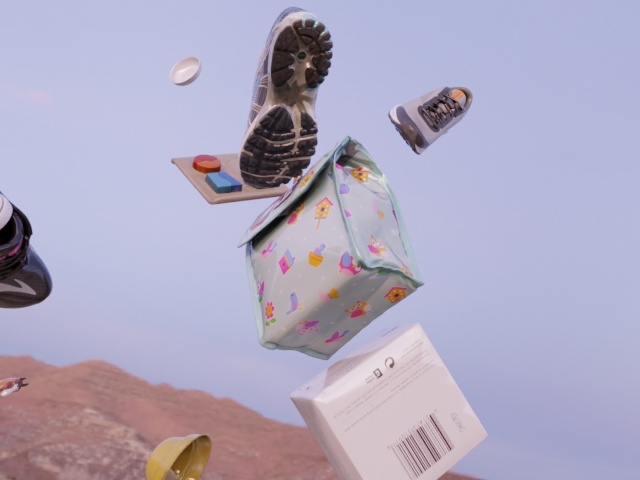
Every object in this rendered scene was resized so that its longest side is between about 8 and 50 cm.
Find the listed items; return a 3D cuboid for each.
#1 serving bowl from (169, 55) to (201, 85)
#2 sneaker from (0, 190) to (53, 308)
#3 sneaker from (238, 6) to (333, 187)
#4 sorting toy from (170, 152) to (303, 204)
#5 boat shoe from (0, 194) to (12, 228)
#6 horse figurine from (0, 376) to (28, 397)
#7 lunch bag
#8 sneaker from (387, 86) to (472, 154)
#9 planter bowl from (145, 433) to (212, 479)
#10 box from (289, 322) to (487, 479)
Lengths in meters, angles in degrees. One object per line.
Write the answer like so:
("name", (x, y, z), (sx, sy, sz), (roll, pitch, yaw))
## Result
("serving bowl", (-0.309, -0.390, 1.622), (0.083, 0.083, 0.027), (0, -30, 29))
("sneaker", (-0.688, 0.013, 1.433), (0.202, 0.185, 0.482), (26, -26, 26))
("sneaker", (-0.054, -0.210, 1.042), (0.110, 0.122, 0.283), (9, -57, -20))
("sorting toy", (-0.161, -0.159, 1.611), (0.307, 0.041, 0.229), (-10, 35, -35))
("boat shoe", (-0.504, -0.055, 0.870), (0.229, 0.080, 0.076), (9, -31, 12))
("horse figurine", (-0.744, 0.348, 1.418), (0.263, 0.174, 0.066), (-28, -82, 29))
("lunch bag", (0.000, 0.000, 0.995), (0.160, 0.262, 0.223), (18, -47, -38))
("sneaker", (0.213, -0.243, 1.322), (0.108, 0.271, 0.100), (-35, -87, 34))
("planter bowl", (-0.376, 0.568, 1.760), (0.090, 0.217, 0.217), (23, -15, 21))
("box", (0.088, 0.234, 0.930), (0.182, 0.181, 0.119), (58, -22, 0))
